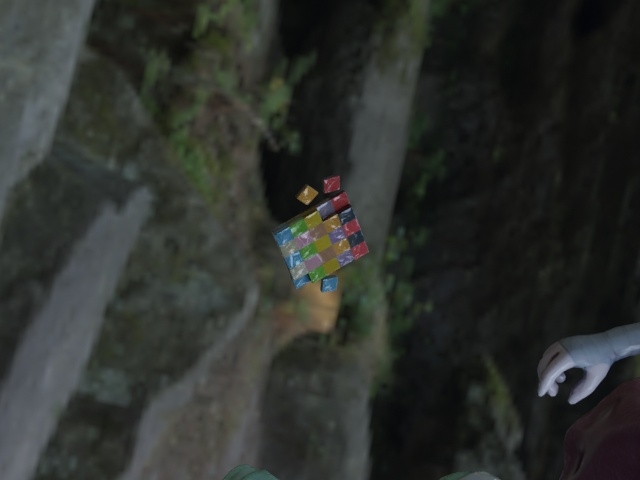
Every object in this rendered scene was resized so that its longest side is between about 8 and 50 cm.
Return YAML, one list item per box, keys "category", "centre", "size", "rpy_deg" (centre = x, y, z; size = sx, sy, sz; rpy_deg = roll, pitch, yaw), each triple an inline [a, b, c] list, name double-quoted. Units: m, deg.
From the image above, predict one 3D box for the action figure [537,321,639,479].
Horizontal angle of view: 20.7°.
- category: "action figure"
  centre: [0.266, 0.156, 0.995]
  size: [0.370, 0.275, 0.248]
  rpy_deg: [135, -57, -65]

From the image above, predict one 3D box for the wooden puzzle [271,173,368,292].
- category: "wooden puzzle"
  centre: [0.000, 0.000, 1.030]
  size: [0.006, 0.049, 0.083]
  rpy_deg: [52, -11, 46]

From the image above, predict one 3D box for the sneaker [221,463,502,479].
- category: "sneaker"
  centre: [0.002, 0.154, 0.836]
  size: [0.094, 0.151, 0.256]
  rpy_deg: [-35, 158, -33]
